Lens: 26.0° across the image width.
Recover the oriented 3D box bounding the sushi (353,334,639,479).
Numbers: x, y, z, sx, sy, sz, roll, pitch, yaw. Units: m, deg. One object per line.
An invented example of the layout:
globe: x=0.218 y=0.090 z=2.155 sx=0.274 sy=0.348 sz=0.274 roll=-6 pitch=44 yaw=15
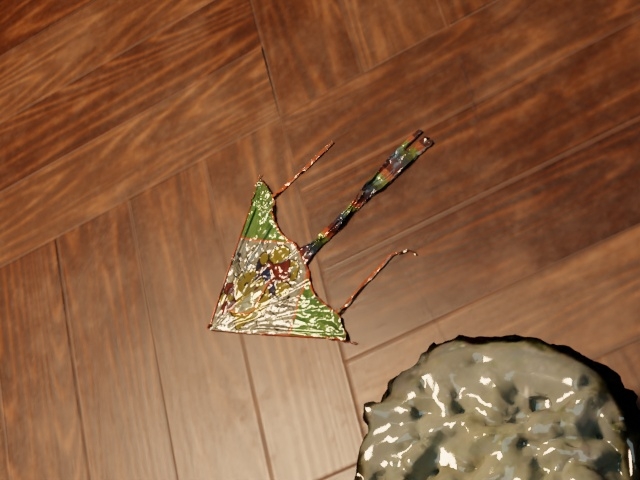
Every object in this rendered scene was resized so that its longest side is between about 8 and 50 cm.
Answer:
sushi: x=0.125 y=0.233 z=0.849 sx=0.211 sy=0.171 sz=0.350 roll=-16 pitch=60 yaw=22

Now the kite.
kite: x=0.000 y=0.000 z=1.141 sx=0.244 sy=0.006 sz=0.198 roll=-41 pitch=52 yaw=8
